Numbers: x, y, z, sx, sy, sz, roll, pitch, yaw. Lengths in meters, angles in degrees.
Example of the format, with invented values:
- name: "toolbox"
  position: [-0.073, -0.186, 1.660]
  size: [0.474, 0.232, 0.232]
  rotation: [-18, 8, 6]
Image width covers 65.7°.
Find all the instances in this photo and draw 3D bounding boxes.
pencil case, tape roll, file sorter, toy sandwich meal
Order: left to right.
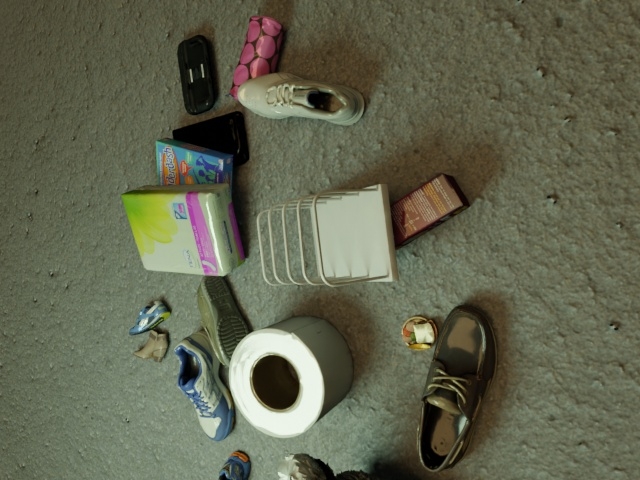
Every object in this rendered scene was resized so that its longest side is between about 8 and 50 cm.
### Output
- name: "pencil case"
  position: [-0.160, -0.437, 1.213]
  size: [0.098, 0.095, 0.209]
  rotation: [27, 101, 36]
- name: "tape roll"
  position: [-0.065, 0.308, 1.155]
  size: [0.246, 0.169, 0.245]
  rotation: [1, 92, 25]
- name: "file sorter"
  position: [0.000, 0.000, 1.043]
  size: [0.278, 0.173, 0.192]
  rotation: [-8, 88, 59]
- name: "toy sandwich meal"
  position: [0.217, 0.207, 1.093]
  size: [0.086, 0.029, 0.085]
  rotation: [1, 93, 25]

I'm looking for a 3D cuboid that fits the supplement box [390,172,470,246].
- name: "supplement box"
  position: [0.207, -0.057, 1.045]
  size: [0.188, 0.104, 0.080]
  rotation: [-33, 78, 23]

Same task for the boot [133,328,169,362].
- name: "boot"
  position: [-0.487, 0.299, 1.430]
  size: [0.119, 0.042, 0.086]
  rotation: [7, 89, 24]

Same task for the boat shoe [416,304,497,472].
- name: "boat shoe"
  position: [0.278, 0.312, 1.014]
  size: [0.133, 0.130, 0.355]
  rotation: [9, 96, 25]

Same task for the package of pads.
- name: "package of pads"
  position: [-0.350, -0.026, 1.280]
  size: [0.297, 0.101, 0.229]
  rotation: [3, 115, 26]

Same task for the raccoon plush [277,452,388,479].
- name: "raccoon plush"
  position: [0.143, 0.553, 0.961]
  size: [0.299, 0.446, 0.216]
  rotation: [-12, 54, 24]

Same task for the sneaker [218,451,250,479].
- name: "sneaker"
  position: [-0.246, 0.674, 1.302]
  size: [0.083, 0.087, 0.221]
  rotation: [5, 95, 26]

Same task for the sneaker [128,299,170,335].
- name: "sneaker"
  position: [-0.496, 0.224, 1.421]
  size: [0.144, 0.053, 0.059]
  rotation: [-35, 78, 14]

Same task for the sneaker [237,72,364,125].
- name: "sneaker"
  position: [-0.053, -0.328, 1.119]
  size: [0.298, 0.129, 0.110]
  rotation: [8, 101, 13]

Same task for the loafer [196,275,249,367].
- name: "loafer"
  position: [-0.259, 0.214, 1.298]
  size: [0.087, 0.095, 0.251]
  rotation: [-39, 65, 47]

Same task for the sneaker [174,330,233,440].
- name: "sneaker"
  position: [-0.320, 0.393, 1.302]
  size: [0.112, 0.131, 0.296]
  rotation: [-16, 87, 23]

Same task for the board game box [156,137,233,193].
- name: "board game box"
  position: [-0.330, -0.166, 1.292]
  size: [0.211, 0.047, 0.160]
  rotation: [17, 119, 20]

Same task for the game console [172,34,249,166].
- name: "game console"
  position: [-0.305, -0.361, 1.308]
  size: [0.213, 0.044, 0.360]
  rotation: [-8, 91, 25]
